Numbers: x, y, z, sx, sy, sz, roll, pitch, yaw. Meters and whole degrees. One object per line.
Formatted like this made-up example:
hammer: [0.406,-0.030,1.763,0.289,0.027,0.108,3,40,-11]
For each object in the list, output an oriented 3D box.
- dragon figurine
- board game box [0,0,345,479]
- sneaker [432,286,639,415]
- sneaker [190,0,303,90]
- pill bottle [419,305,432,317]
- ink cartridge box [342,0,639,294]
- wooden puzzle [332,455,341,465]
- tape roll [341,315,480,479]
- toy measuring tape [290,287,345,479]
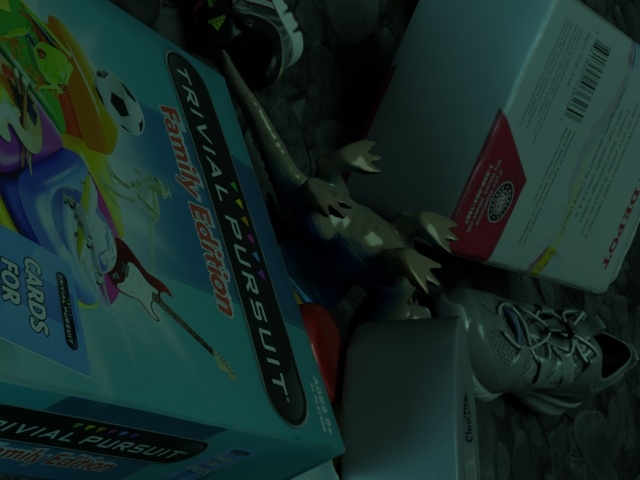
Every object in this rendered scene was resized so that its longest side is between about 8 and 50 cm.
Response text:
dragon figurine: [0.000,0.000,0.876,0.289,0.144,0.085,38,48,-15]
board game box: [-0.132,-0.021,0.553,0.336,0.079,0.253,27,40,-57]
sneaker: [0.197,0.086,1.082,0.281,0.115,0.105,20,48,-54]
sneaker: [-0.071,-0.177,0.861,0.170,0.063,0.074,57,32,-33]
pill bottle: [0.083,0.100,0.993,0.043,0.043,0.083,-32,104,-54]
ink cartridge box: [0.183,-0.089,1.051,0.306,0.131,0.226,15,100,-54]
wooden puzzle: [-0.015,0.121,0.875,0.078,0.014,0.116,-34,106,-58]
tape roll: [0.066,0.161,0.797,0.219,0.072,0.219,-4,90,-80]
toy measuring tape: [-0.026,0.139,0.772,0.121,0.121,0.330,-44,122,-52]
